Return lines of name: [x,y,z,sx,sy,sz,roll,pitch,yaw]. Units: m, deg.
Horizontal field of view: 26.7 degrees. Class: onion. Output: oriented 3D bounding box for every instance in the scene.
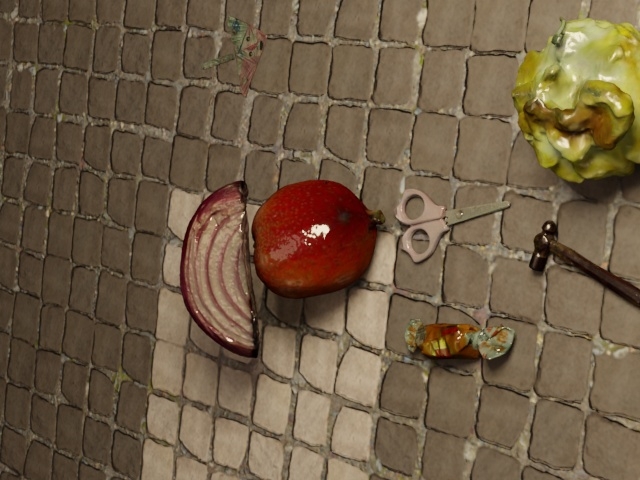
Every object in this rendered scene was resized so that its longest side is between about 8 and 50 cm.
onion: [-0.146,0.041,1.925,0.247,0.111,0.250,-120,24,-83]

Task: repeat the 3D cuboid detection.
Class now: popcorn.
popcorn: [0.308,-0.158,1.514,0.197,0.212,0.198,5,110,15]

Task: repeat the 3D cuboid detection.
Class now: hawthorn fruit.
hawthorn fruit: [0.000,0.000,1.839,0.188,0.169,0.169,-7,84,17]

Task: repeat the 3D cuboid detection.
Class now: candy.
candy: [0.170,0.129,1.743,0.182,0.046,0.053,-2,86,47]

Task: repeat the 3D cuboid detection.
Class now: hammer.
hammer: [0.325,0.040,1.613,0.178,0.021,0.065,33,113,37]

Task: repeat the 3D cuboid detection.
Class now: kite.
kite: [-0.132,-0.282,2.074,0.152,0.005,0.137,-25,72,43]

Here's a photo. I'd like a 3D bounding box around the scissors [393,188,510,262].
scissors: [0.172,-0.031,1.767,0.189,0.015,0.100,-13,82,42]
